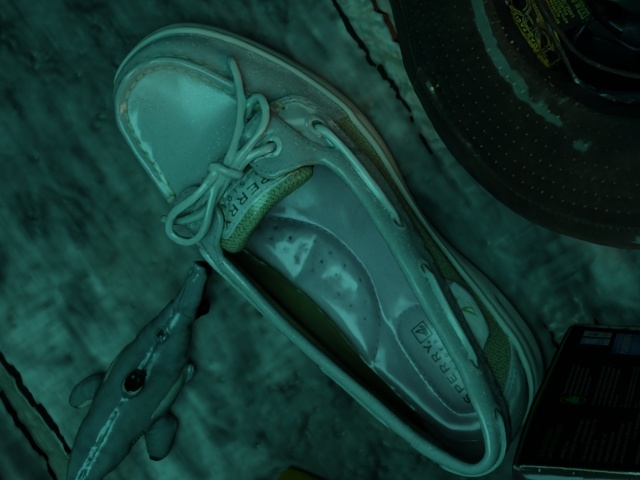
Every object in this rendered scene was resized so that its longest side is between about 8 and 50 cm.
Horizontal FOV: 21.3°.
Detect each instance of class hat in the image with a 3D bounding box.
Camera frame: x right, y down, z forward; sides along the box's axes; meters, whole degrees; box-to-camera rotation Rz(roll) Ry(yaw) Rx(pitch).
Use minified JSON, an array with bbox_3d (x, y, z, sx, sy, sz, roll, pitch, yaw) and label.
[{"bbox_3d":[0.196,-0.160,0.872,0.331,0.134,0.331,10,109,30],"label":"hat"}]

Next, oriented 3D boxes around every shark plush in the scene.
[{"bbox_3d":[-0.102,0.087,1.045,0.073,0.067,0.161,45,110,2],"label":"shark plush"}]

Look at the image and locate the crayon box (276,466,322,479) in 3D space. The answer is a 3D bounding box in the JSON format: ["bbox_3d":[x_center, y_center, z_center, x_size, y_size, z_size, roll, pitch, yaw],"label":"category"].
[{"bbox_3d":[0.004,0.237,0.938,0.165,0.278,0.081,22,109,9],"label":"crayon box"}]

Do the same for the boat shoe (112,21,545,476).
[{"bbox_3d":[-0.001,0.003,0.978,0.118,0.103,0.320,-42,89,20],"label":"boat shoe"}]

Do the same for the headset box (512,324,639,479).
[{"bbox_3d":[0.180,0.214,0.903,0.131,0.246,0.283,2,104,14],"label":"headset box"}]
